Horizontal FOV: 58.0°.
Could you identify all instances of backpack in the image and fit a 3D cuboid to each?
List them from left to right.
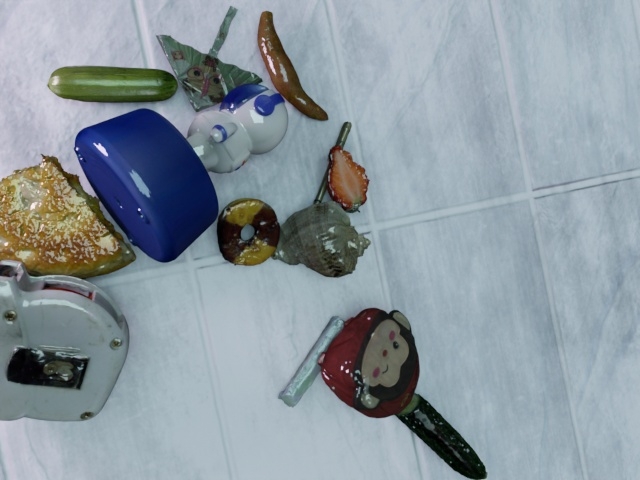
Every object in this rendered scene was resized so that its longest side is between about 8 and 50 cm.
[{"bbox_3d":[0.115,0.260,1.183,0.229,0.138,0.229,5,83,-40],"label":"backpack"}]

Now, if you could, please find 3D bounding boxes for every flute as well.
[{"bbox_3d":[0.019,-0.147,1.232,0.027,0.027,0.233,22,83,-12],"label":"flute"}]

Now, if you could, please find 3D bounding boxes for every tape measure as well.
[{"bbox_3d":[-0.476,0.185,1.011,0.265,0.130,0.258,11,101,-19],"label":"tape measure"}]

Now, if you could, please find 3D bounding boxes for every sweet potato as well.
[{"bbox_3d":[-0.073,-0.348,1.202,0.078,0.058,0.255,-38,102,-33],"label":"sweet potato"}]

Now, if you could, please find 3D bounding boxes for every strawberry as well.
[{"bbox_3d":[0.050,-0.126,1.218,0.104,0.048,0.152,-25,101,-31],"label":"strawberry"}]

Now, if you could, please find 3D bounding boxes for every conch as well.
[{"bbox_3d":[0.000,0.000,1.189,0.207,0.130,0.155,-4,76,9],"label":"conch"}]

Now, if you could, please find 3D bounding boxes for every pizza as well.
[{"bbox_3d":[-0.499,-0.041,1.058,0.335,0.086,0.226,12,91,-10],"label":"pizza"}]

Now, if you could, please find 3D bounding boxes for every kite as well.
[{"bbox_3d":[-0.219,-0.373,1.172,0.229,0.012,0.250,21,73,-22],"label":"kite"}]

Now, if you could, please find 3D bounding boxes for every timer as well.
[{"bbox_3d":[-0.220,-0.169,1.081,0.383,0.270,0.270,-39,97,-26],"label":"timer"}]

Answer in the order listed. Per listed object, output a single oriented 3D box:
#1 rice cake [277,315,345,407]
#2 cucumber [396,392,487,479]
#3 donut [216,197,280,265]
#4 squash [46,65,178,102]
[{"bbox_3d":[-0.012,0.253,1.204,0.043,0.034,0.211,37,80,-9],"label":"rice cake"},{"bbox_3d":[0.256,0.425,1.247,0.265,0.077,0.077,46,78,-10],"label":"cucumber"},{"bbox_3d":[-0.148,-0.021,1.149,0.140,0.059,0.141,-7,112,-17],"label":"donut"},{"bbox_3d":[-0.397,-0.300,1.111,0.238,0.069,0.069,-2,88,-15],"label":"squash"}]
